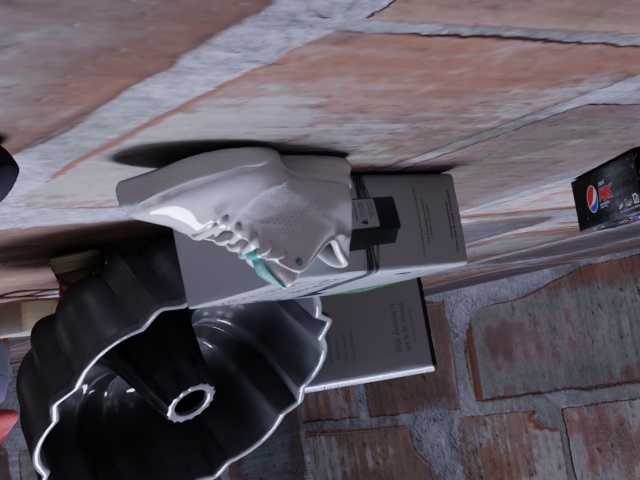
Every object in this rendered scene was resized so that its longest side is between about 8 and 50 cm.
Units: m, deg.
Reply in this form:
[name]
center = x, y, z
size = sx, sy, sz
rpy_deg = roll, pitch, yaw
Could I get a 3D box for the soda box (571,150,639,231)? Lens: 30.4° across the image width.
[soda box]
center = 0.309, -0.049, 1.183
size = 0.053, 0.060, 0.169
rpy_deg = -8, 174, -9

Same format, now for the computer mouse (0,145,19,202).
[computer mouse]
center = -0.285, -0.016, 0.644
size = 0.242, 0.041, 0.071
rpy_deg = -9, 175, 1

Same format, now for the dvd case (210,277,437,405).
[dvd case]
center = -0.007, 0.082, 1.344
size = 0.253, 0.180, 0.022
rpy_deg = -10, 158, 3

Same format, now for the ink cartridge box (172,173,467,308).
[ink cartridge box]
center = 0.000, 0.000, 1.019
size = 0.208, 0.087, 0.153
rpy_deg = -3, 170, -42

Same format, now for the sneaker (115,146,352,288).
[sneaker]
center = -0.045, -0.012, 0.813
size = 0.080, 0.094, 0.212
rpy_deg = -13, 173, 41

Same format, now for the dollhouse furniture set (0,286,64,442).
[dollhouse furniture set]
center = -0.315, 0.161, 1.463
size = 0.374, 0.201, 0.152
rpy_deg = -14, 173, 30

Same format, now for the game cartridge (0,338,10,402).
[game cartridge]
center = -0.419, 0.074, 0.773
size = 0.355, 0.068, 0.230
rpy_deg = -6, 162, 16

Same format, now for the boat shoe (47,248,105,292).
[boat shoe]
center = -0.235, 0.036, 1.165
size = 0.050, 0.045, 0.135
rpy_deg = -10, 174, 2

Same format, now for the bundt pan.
[bundt pan]
center = -0.159, 0.120, 1.177
size = 0.331, 0.124, 0.331
rpy_deg = -27, 146, -20
